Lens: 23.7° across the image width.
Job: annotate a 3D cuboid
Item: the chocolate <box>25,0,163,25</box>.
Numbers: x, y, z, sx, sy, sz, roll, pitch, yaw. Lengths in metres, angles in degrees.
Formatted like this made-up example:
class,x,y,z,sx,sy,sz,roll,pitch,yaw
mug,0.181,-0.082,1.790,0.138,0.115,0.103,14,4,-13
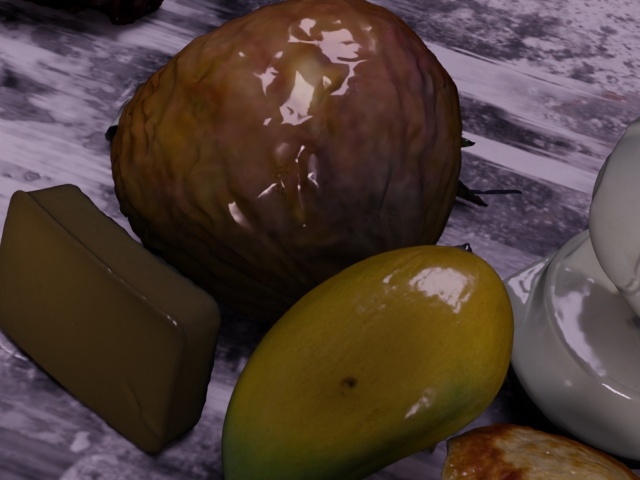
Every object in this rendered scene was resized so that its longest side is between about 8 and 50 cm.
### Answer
class,x,y,z,sx,sy,sz,roll,pitch,yaw
chocolate,-0.245,-0.296,1.591,0.177,0.206,0.224,50,40,-23

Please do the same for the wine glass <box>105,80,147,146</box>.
class,x,y,z,sx,sy,sz,roll,pitch,yaw
wine glass,-0.168,-0.113,1.417,0.039,0.042,0.083,-16,28,28

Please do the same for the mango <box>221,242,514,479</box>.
class,x,y,z,sx,sy,sz,roll,pitch,yaw
mango,0.026,0.092,1.062,0.237,0.091,0.137,-27,81,-3

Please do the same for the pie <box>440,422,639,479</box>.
class,x,y,z,sx,sy,sz,roll,pitch,yaw
pie,0.165,0.202,1.039,0.179,0.084,0.205,9,32,-5

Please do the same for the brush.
class,x,y,z,sx,sy,sz,roll,pitch,yaw
brush,-0.158,0.052,1.115,0.197,0.123,0.059,36,38,29

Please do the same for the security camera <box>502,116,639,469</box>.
class,x,y,z,sx,sy,sz,roll,pitch,yaw
security camera,0.262,0.029,1.113,0.197,0.277,0.191,-23,63,-29

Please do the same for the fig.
class,x,y,z,sx,sy,sz,roll,pitch,yaw
fig,0.000,0.000,1.192,0.286,0.286,0.368,-10,72,-28

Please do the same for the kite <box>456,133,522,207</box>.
class,x,y,z,sx,sy,sz,roll,pitch,yaw
kite,0.085,-0.082,1.389,0.160,0.183,0.010,-5,51,54
